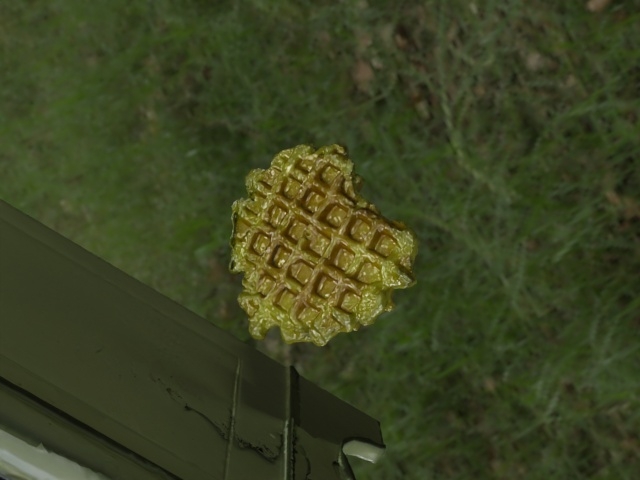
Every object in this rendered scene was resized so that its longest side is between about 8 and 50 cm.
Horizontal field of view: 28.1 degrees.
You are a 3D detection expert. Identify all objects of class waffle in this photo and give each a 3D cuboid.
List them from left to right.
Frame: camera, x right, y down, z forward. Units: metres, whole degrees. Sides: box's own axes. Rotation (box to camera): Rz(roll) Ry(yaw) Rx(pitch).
[{"bbox_3d":[-0.002,0.000,0.501,0.016,0.078,0.085,34,-150,-57],"label":"waffle"}]

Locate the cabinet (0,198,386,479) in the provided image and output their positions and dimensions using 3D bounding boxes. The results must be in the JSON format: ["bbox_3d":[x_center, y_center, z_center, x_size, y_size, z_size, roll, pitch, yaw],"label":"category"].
[{"bbox_3d":[-0.162,0.159,0.605,0.318,0.290,0.227,32,-166,-11],"label":"cabinet"}]
